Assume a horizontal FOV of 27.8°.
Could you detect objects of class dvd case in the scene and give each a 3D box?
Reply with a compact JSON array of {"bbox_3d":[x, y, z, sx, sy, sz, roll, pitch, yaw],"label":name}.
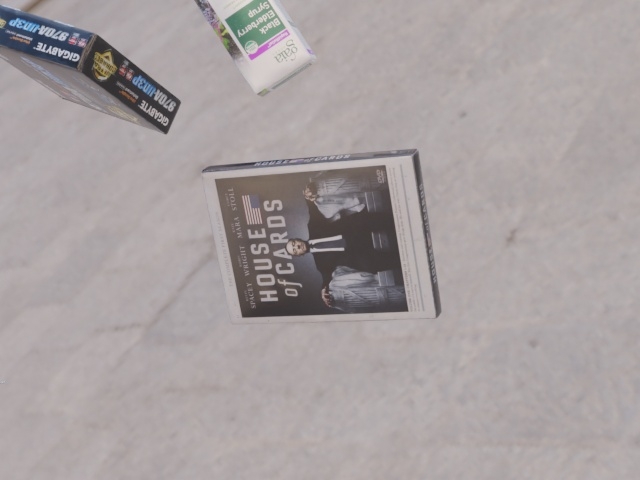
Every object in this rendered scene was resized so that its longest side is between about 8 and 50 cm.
[{"bbox_3d":[0.000,0.000,1.368,0.239,0.179,0.029,-4,17,21],"label":"dvd case"}]

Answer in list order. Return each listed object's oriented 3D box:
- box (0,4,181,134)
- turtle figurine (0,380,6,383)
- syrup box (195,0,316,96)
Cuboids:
[{"bbox_3d":[-0.292,-0.207,1.557,0.175,0.220,0.051,20,83,24],"label":"box"},{"bbox_3d":[-0.443,0.147,1.394,0.234,0.175,0.118,-6,71,-1],"label":"turtle figurine"},{"bbox_3d":[-0.109,-0.324,1.808,0.093,0.237,0.096,-33,1,8],"label":"syrup box"}]
